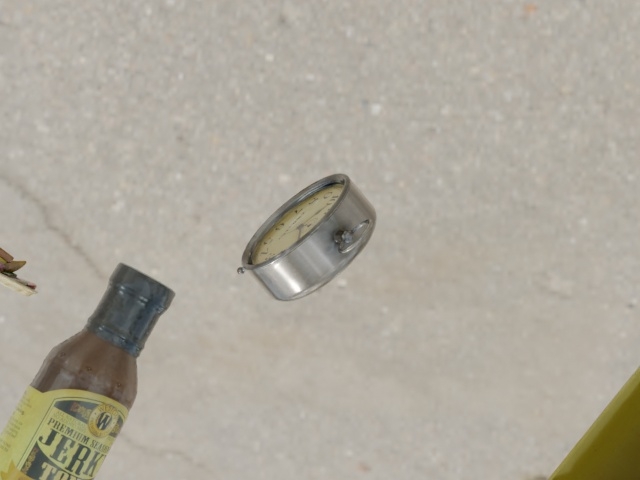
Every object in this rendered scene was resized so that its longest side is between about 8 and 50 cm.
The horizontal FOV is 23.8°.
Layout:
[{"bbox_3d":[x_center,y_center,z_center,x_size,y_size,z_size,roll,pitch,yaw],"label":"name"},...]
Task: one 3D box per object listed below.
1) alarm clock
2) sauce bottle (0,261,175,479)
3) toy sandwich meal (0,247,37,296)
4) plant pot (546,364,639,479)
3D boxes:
[{"bbox_3d":[0.000,0.000,1.401,0.064,0.129,0.192,48,162,-14],"label":"alarm clock"},{"bbox_3d":[-0.265,0.186,1.583,0.111,0.344,0.111,27,173,3],"label":"sauce bottle"},{"bbox_3d":[-0.263,0.016,1.235,0.085,0.029,0.085,27,174,3],"label":"toy sandwich meal"},{"bbox_3d":[0.311,0.220,1.162,0.187,0.212,0.212,41,174,-11],"label":"plant pot"}]
